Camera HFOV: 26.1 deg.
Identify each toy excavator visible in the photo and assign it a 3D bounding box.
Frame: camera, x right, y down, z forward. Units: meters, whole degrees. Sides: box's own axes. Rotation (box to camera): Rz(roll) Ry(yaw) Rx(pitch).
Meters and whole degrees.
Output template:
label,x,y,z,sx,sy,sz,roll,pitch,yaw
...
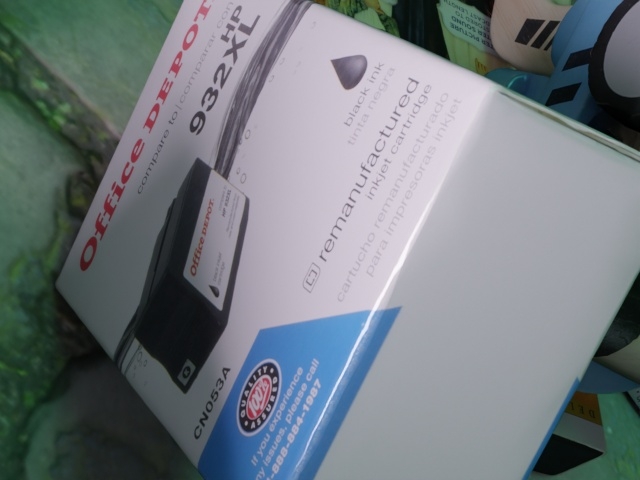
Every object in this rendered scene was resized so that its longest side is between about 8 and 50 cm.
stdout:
label,x,y,z,sx,sy,sz,roll,pitch,yaw
toy excavator,0.206,-0.118,1.041,0.222,0.445,0.432,27,88,-32

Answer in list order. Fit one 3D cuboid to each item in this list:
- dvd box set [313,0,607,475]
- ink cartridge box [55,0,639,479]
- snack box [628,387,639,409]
label,x,y,z,sx,sy,sz,roll,pitch,yaw
dvd box set,0.067,-0.052,1.053,0.308,0.062,0.420,21,50,-34
ink cartridge box,0.000,0.000,0.718,0.129,0.223,0.307,21,9,-33
snack box,0.292,0.042,1.207,0.207,0.070,0.174,55,39,-3
